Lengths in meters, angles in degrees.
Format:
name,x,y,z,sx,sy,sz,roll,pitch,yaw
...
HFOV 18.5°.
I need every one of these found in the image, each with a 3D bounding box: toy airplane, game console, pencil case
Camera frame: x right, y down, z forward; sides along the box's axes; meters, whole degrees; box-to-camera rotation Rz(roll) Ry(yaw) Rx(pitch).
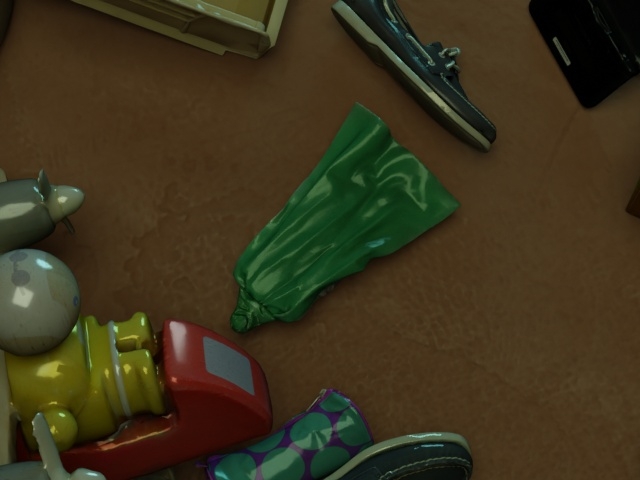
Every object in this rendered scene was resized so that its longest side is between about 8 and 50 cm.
name,x,y,z,sx,sy,sz,roll,pitch,yaw
toy airplane,-0.278,0.110,1.637,0.386,0.272,0.384,36,48,20
game console,0.274,-0.204,1.860,0.071,0.107,0.122,-16,73,-41
pencil case,-0.031,0.192,1.768,0.152,0.064,0.070,-30,94,-6

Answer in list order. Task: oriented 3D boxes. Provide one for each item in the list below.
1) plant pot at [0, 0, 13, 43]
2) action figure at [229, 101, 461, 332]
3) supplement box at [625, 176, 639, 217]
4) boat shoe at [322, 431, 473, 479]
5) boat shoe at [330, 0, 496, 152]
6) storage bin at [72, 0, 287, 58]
name,x,y,z,sx,sy,sz,roll,pitch,yaw
plant pot,-0.425,-0.273,1.792,0.284,0.191,0.284,2,70,-6
action figure,0.000,0.000,1.812,0.137,0.063,0.232,44,77,8
supplement box,0.409,-0.088,1.793,0.191,0.129,0.194,24,78,7
boat shoe,0.022,0.245,1.724,0.254,0.095,0.079,-19,38,-7
boat shoe,0.100,-0.169,1.845,0.065,0.075,0.206,-43,75,-5
storage bin,-0.129,-0.334,1.835,0.260,0.123,0.262,19,77,-13
